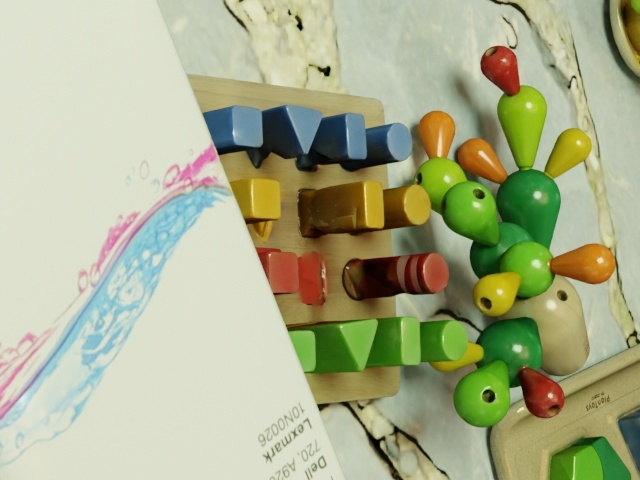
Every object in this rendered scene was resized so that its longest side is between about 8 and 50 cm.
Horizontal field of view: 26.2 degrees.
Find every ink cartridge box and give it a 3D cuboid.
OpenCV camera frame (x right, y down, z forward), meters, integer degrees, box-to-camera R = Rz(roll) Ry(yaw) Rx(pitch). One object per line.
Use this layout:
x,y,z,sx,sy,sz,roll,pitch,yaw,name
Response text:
-0.129,0.012,0.444,0.117,0.201,0.278,-34,109,-42,ink cartridge box

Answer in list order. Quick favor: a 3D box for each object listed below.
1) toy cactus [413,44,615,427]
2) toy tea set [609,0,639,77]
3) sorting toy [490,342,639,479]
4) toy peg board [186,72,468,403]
0.120,0.015,0.773,0.180,0.112,0.219,52,30,-48,toy cactus
0.346,-0.188,1.006,0.336,0.124,0.200,14,75,-44,toy tea set
0.168,0.196,0.838,0.307,0.041,0.229,-16,96,-45,sorting toy
0.000,0.000,0.665,0.161,0.079,0.160,1,84,-46,toy peg board
